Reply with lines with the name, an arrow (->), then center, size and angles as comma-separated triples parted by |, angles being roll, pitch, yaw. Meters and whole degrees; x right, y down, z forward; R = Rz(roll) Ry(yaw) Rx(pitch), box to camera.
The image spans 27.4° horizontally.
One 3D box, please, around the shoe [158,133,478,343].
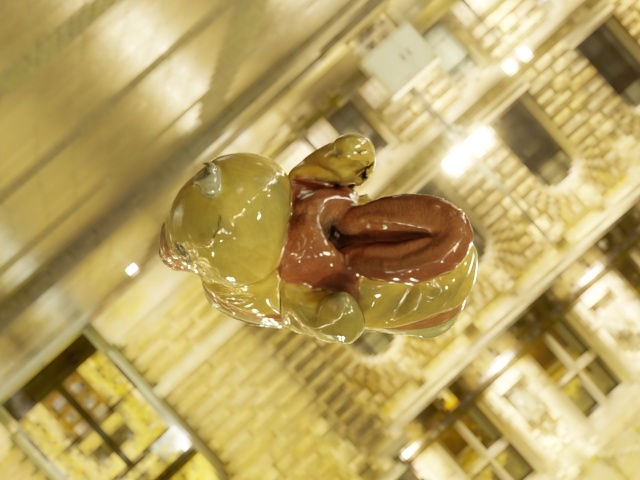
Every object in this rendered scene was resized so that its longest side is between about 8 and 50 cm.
shoe -> 0.003, -0.002, 0.464 | 0.072, 0.109, 0.069 | -61, 174, -24
